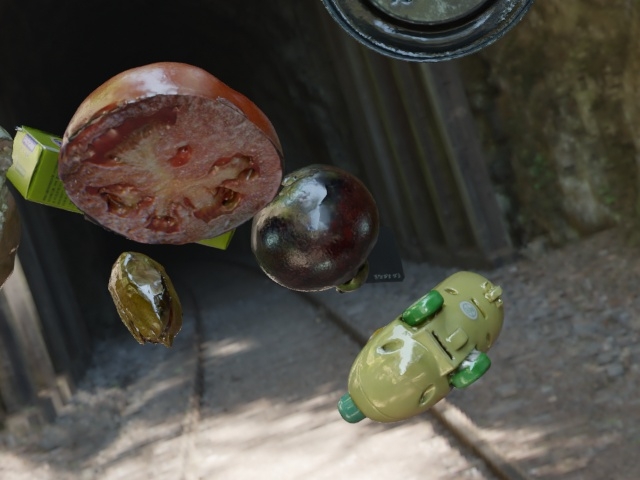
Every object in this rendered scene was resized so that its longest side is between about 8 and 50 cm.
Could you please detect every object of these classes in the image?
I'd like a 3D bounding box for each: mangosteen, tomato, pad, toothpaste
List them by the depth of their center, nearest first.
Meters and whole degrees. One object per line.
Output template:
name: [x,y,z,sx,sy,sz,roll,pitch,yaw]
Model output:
tomato: [-0.148,-0.091,1.159,0.225,0.085,0.225,-6,-42,-5]
toothpaste: [-0.270,-0.070,1.620,0.327,0.077,0.110,15,14,-36]
mangosteen: [0.000,-0.008,1.821,0.216,0.216,0.216,-19,3,1]
pad: [0.083,0.027,2.144,0.157,0.112,0.003,-2,-20,-32]

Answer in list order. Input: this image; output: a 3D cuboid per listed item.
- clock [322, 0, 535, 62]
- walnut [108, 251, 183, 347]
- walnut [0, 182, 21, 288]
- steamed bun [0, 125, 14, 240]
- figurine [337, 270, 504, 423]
clock: [0.172,-0.470,1.818,0.386,0.386,0.076,-19,4,10]
walnut: [-0.361,0.121,2.403,0.137,0.245,0.137,-28,-30,-18]
walnut: [-0.659,-0.037,1.897,0.306,0.306,0.344,-20,37,-22]
steamed bun: [-0.473,-0.092,1.367,0.170,0.200,0.225,-28,-31,27]
figurine: [0.142,0.146,1.578,0.222,0.124,0.324,-40,-2,35]
